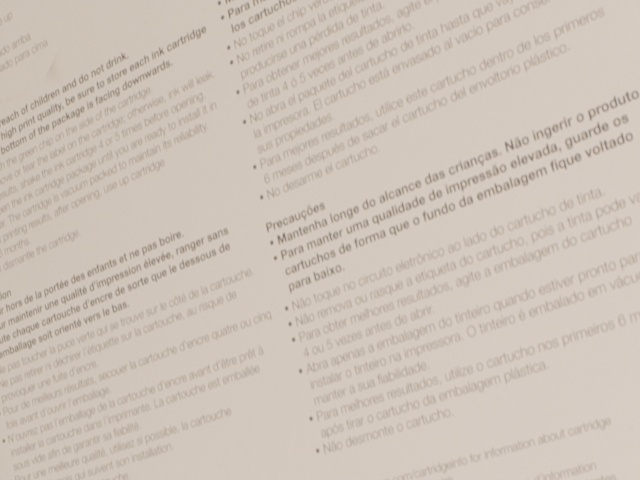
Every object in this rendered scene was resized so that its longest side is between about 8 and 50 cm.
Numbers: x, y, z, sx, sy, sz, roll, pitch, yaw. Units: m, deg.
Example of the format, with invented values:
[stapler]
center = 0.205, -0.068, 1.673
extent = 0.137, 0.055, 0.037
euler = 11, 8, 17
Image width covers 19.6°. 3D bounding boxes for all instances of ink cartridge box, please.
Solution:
[ink cartridge box]
center = 0.000, 0.000, 0.628
extent = 0.324, 0.071, 0.330
euler = -21, 74, 40
